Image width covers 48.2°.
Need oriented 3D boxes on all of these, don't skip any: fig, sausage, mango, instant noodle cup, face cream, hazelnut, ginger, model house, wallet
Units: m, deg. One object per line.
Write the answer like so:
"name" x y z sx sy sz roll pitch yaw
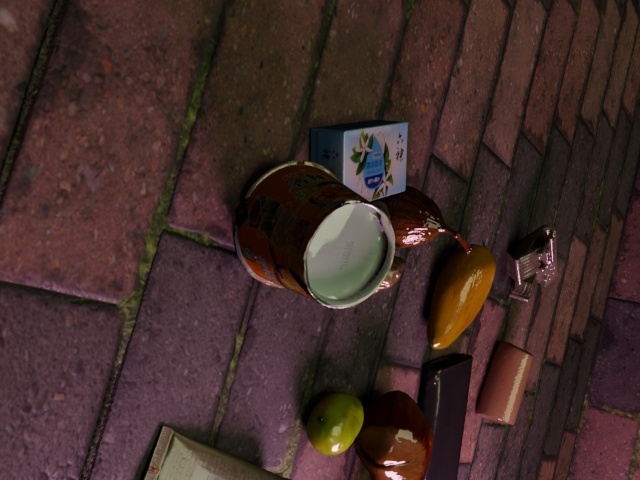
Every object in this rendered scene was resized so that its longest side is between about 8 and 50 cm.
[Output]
"fig" 0.222 -0.034 1.515 0.146 0.201 0.134 -31 132 -39
"sausage" 0.567 0.430 2.184 0.123 0.123 0.253 41 65 -51
"mango" 0.353 0.135 1.810 0.317 0.119 0.176 -63 150 -13
"instant noodle cup" 0.000 0.000 1.166 0.230 0.182 0.230 -13 115 -30
"face cream" -0.162 0.417 1.207 0.341 0.084 0.137 34 69 -44
"mango" 0.031 0.365 1.454 0.163 0.089 0.117 -31 116 -61
"hazelnut" 0.160 0.444 1.593 0.181 0.181 0.212 -10 108 -23
"ginger" 0.116 0.010 1.470 0.104 0.080 0.204 -24 123 -12
"model house" 0.644 0.082 2.200 0.188 0.122 0.229 -40 132 -39
"wallet" 0.322 0.514 1.917 0.228 0.062 0.406 -3 102 -55

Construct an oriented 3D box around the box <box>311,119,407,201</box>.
"box" 0.078 -0.152 1.378 0.232 0.083 0.143 -18 112 -50
